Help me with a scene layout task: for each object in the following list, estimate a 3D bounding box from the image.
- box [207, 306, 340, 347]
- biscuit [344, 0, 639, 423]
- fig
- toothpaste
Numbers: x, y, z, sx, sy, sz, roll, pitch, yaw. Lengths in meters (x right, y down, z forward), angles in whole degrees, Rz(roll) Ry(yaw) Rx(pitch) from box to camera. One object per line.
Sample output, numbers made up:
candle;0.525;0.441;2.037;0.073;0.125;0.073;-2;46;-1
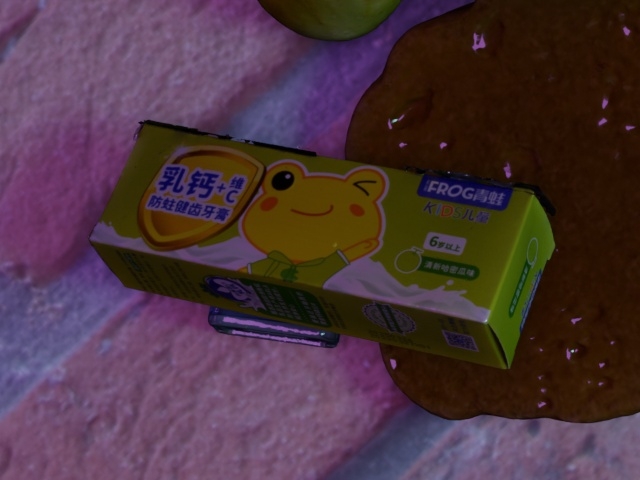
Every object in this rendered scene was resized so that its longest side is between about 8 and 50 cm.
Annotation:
box;-0.033;0.048;1.402;0.099;0.074;0.054;7;83;4
biscuit;0.180;-0.023;1.333;0.359;0.074;0.381;51;120;15
fig;0.007;-0.222;1.355;0.121;0.136;0.153;-9;127;-31
toothpaste;0.000;0.000;1.322;0.327;0.077;0.110;11;65;24
